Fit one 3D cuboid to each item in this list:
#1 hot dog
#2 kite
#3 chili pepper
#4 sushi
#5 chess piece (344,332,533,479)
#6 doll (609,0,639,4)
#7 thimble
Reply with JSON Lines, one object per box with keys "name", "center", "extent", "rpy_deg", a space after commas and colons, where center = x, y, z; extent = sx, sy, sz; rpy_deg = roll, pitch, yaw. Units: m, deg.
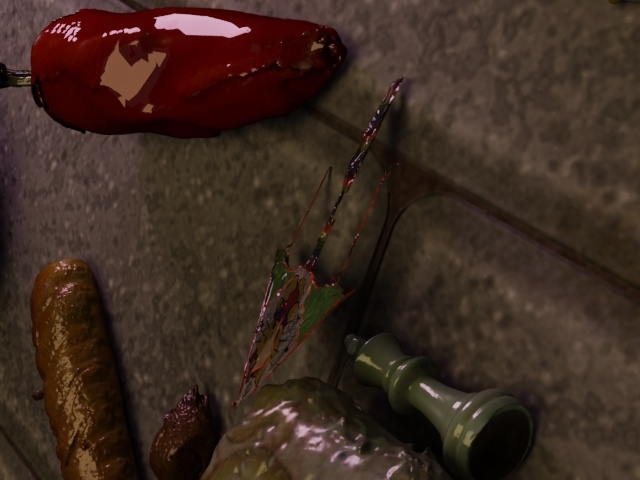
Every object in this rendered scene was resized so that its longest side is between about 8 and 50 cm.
{"name": "hot dog", "center": [-0.216, 0.150, 0.905], "extent": [0.088, 0.061, 0.286], "rpy_deg": [-34, 68, 29]}
{"name": "kite", "center": [0.000, 0.000, 0.633], "extent": [0.244, 0.006, 0.198], "rpy_deg": [-63, 16, -4]}
{"name": "chili pepper", "center": [-0.139, -0.138, 0.791], "extent": [0.387, 0.110, 0.110], "rpy_deg": [7, 95, 41]}
{"name": "sushi", "center": [-0.115, 0.169, 0.807], "extent": [0.047, 0.050, 0.099], "rpy_deg": [34, 104, 47]}
{"name": "chess piece", "center": [0.061, 0.095, 0.618], "extent": [0.149, 0.059, 0.059], "rpy_deg": [29, 111, 46]}
{"name": "doll", "center": [0.217, -0.170, 0.431], "extent": [0.291, 0.086, 0.117], "rpy_deg": [4, 123, 47]}
{"name": "thimble", "center": [0.008, 0.182, 0.607], "extent": [0.143, 0.137, 0.190], "rpy_deg": [35, 128, 43]}
